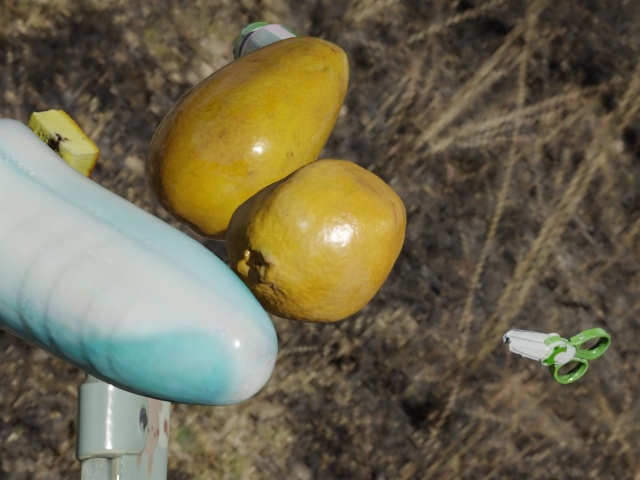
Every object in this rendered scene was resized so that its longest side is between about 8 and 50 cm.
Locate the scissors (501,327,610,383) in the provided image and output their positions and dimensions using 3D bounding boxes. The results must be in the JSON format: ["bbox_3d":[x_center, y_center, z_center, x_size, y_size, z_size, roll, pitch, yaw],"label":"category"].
[{"bbox_3d":[0.322,0.150,1.731,0.204,0.101,0.027,16,29,-44],"label":"scissors"}]

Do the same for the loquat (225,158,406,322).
[{"bbox_3d":[0.000,0.000,1.372,0.234,0.187,0.176,-23,102,-57],"label":"loquat"}]

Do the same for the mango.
[{"bbox_3d":[-0.102,-0.162,1.853,0.221,0.264,0.378,46,65,-11],"label":"mango"}]

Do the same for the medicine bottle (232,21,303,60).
[{"bbox_3d":[-0.066,-0.325,2.323,0.133,0.133,0.274,27,9,-35],"label":"medicine bottle"}]

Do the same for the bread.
[{"bbox_3d":[-0.328,-0.037,1.419,0.088,0.226,0.049,42,30,23],"label":"bread"}]

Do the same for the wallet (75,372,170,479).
[{"bbox_3d":[-0.246,0.233,1.581,0.252,0.083,0.360,44,45,-76],"label":"wallet"}]

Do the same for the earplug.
[{"bbox_3d":[-0.179,0.040,1.070,0.324,0.185,0.185,26,18,17],"label":"earplug"}]
